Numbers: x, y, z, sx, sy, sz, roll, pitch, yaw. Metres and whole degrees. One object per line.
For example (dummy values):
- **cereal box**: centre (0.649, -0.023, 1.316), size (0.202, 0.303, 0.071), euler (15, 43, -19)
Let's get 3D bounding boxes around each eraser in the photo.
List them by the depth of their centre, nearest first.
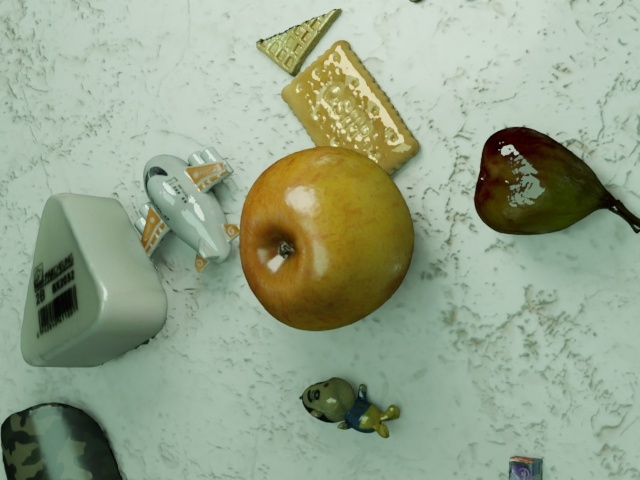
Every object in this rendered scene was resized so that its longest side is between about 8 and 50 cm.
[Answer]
- **eraser**: centre (-0.436, 0.114, 2.171), size (0.331, 0.149, 0.331), euler (-6, 83, 52)

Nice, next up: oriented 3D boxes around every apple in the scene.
- **apple**: centre (0.000, 0.000, 1.923), size (0.299, 0.275, 0.299), euler (9, 109, 27)

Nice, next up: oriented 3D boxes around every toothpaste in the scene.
- **toothpaste**: centre (0.329, 0.447, 1.904), size (0.047, 0.040, 0.196), euler (2, 92, 28)

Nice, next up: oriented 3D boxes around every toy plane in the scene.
- **toy plane**: centre (-0.242, -0.056, 2.135), size (0.244, 0.117, 0.245), euler (1, 92, 27)

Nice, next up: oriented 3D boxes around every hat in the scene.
- **hat**: centre (-0.519, 0.522, 2.233), size (0.366, 0.257, 0.382), euler (-26, 98, 21)

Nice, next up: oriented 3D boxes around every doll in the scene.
- **doll**: centre (0.044, 0.283, 2.018), size (0.179, 0.102, 0.089), euler (8, 132, 25)

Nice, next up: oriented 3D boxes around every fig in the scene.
- **fig**: centre (0.372, -0.071, 1.837), size (0.274, 0.145, 0.170), euler (19, 100, 11)

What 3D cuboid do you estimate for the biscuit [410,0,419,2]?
- **biscuit**: centre (0.173, -0.468, 1.980), size (0.205, 0.031, 0.138), euler (13, 96, 27)

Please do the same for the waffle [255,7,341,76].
- **waffle**: centre (-0.039, -0.374, 2.086), size (0.097, 0.023, 0.153), euler (45, 109, 18)

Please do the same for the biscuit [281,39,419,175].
- **biscuit**: centre (0.048, -0.209, 2.040), size (0.160, 0.030, 0.250), euler (-38, 75, 21)
